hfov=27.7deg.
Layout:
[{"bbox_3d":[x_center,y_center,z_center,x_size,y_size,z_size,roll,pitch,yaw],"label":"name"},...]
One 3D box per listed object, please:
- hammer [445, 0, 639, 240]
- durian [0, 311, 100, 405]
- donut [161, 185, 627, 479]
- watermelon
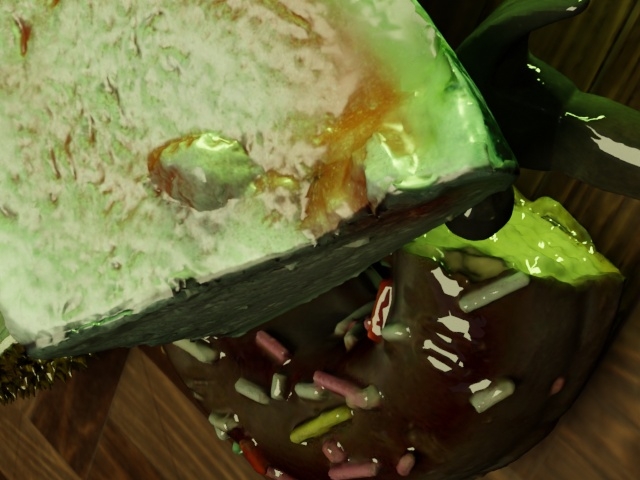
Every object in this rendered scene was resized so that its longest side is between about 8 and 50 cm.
[{"bbox_3d":[0.249,0.009,0.536,0.439,0.044,0.168,24,143,20],"label":"hammer"},{"bbox_3d":[-0.239,0.025,1.029,0.237,0.138,0.194,-22,87,2],"label":"durian"},{"bbox_3d":[-0.006,0.020,0.805,0.345,0.136,0.259,46,125,26],"label":"donut"},{"bbox_3d":[-0.079,-0.055,0.582,0.290,0.214,0.320,51,156,-15],"label":"watermelon"}]
